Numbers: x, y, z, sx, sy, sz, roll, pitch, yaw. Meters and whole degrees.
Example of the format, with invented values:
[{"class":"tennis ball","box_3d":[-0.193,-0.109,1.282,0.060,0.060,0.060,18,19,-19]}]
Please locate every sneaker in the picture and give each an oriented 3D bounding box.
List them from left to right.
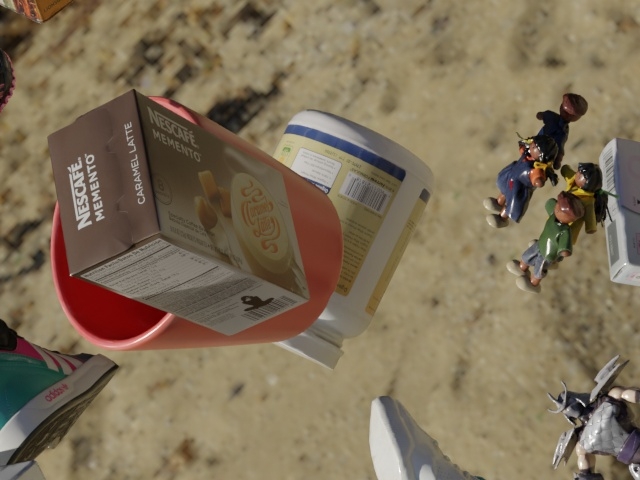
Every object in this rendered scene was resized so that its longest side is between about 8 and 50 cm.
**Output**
[{"class":"sneaker","box_3d":[-0.346,-0.145,1.592,0.047,0.057,0.119,3,74,22]},{"class":"sneaker","box_3d":[-0.300,0.114,1.449,0.124,0.178,0.295,-50,-2,4]},{"class":"sneaker","box_3d":[0.117,0.232,1.457,0.094,0.212,0.080,-18,-28,-17]}]

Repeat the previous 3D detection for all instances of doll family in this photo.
[{"class":"doll family","box_3d":[0.196,-0.048,1.335,0.193,0.076,0.111,-111,36,-44]}]

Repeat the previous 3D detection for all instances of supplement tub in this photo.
[{"class":"supplement tub","box_3d":[0.000,0.000,2.208,0.316,0.228,0.228,-64,21,-5]}]

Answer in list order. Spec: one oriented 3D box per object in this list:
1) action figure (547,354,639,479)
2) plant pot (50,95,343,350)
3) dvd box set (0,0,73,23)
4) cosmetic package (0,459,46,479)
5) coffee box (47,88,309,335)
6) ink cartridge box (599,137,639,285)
[{"class":"action figure","box_3d":[0.391,0.257,1.879,0.099,0.285,0.185,-28,-33,-56]},{"class":"plant pot","box_3d":[-0.124,0.002,1.751,0.275,0.243,0.274,-13,71,40]},{"class":"dvd box set","box_3d":[-0.439,-0.461,1.732,0.308,0.420,0.062,27,57,28]},{"class":"cosmetic package","box_3d":[-0.296,0.250,1.221,0.231,0.117,0.085,-15,16,38]},{"class":"coffee box","box_3d":[-0.122,-0.018,1.404,0.098,0.246,0.141,-24,64,22]},{"class":"ink cartridge box","box_3d":[0.478,-0.024,2.037,0.066,0.232,0.189,119,155,-58]}]
